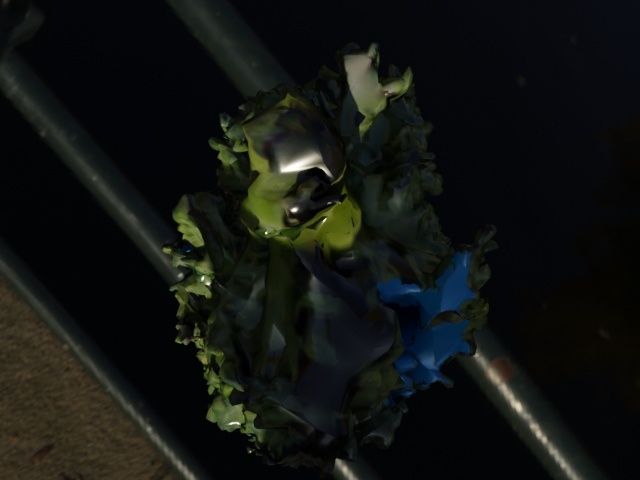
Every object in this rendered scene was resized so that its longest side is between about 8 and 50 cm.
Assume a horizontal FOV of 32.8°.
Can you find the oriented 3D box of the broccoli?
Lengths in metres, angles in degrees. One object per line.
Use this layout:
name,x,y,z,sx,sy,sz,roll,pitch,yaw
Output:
broccoli,0.000,0.000,0.450,0.167,0.160,0.154,-42,72,-10
